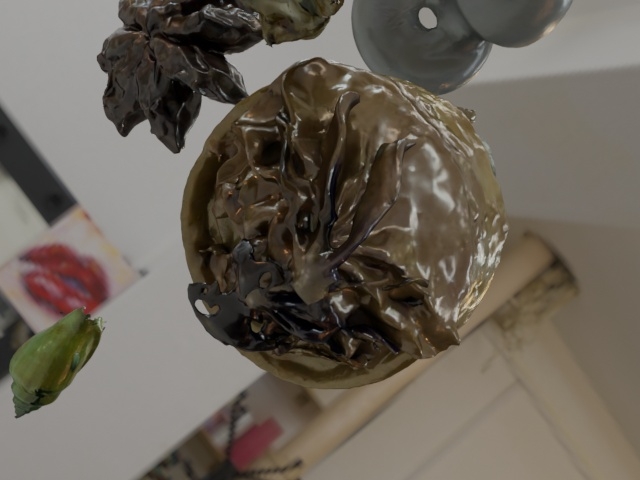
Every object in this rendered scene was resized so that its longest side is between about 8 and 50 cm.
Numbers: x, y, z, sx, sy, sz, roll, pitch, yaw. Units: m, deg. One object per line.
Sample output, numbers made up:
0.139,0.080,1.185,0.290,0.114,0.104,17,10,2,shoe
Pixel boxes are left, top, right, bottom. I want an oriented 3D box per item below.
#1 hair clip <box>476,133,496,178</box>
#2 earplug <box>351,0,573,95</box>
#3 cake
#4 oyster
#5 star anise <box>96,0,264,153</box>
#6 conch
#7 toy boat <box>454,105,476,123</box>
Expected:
0.231,-0.103,2.044,0.066,0.036,0.229,25,36,-21,hair clip
0.201,-0.331,1.917,0.214,0.325,0.175,65,13,-6,earplug
-0.007,-0.005,1.343,0.332,0.332,0.321,50,22,11,cake
-0.031,-0.238,1.206,0.166,0.094,0.294,29,-3,-17,oyster
-0.158,-0.222,1.521,0.109,0.236,0.223,41,29,-43,star anise
-0.349,0.157,1.811,0.079,0.201,0.095,56,18,18,conch
0.091,-0.144,1.659,0.188,0.061,0.116,11,1,-8,toy boat
